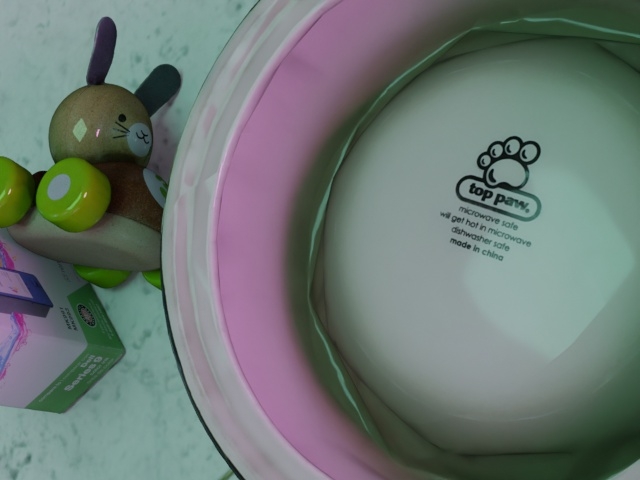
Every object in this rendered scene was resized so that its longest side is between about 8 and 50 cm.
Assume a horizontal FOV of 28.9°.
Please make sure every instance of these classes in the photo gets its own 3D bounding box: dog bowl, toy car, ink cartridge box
[{"bbox_3d":[0.109,-0.002,0.760,0.408,0.150,0.407,-7,75,29],"label":"dog bowl"},{"bbox_3d":[-0.161,-0.073,0.982,0.149,0.155,0.188,3,69,33],"label":"toy car"},{"bbox_3d":[-0.278,0.043,0.982,0.093,0.212,0.154,-42,60,18],"label":"ink cartridge box"}]
